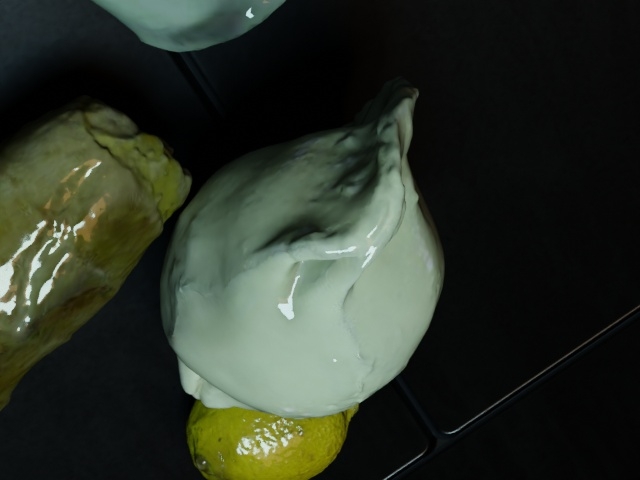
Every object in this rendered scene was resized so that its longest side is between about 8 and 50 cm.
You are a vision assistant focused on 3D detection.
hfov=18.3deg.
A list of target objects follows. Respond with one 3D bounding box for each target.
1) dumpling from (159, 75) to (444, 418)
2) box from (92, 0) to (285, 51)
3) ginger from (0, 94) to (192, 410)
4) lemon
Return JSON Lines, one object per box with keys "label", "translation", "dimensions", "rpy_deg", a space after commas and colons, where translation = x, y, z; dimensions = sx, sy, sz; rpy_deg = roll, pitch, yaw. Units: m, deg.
{"label": "dumpling", "translation": [0.000, 0.000, 1.088], "dimensions": [0.147, 0.258, 0.193], "rpy_deg": [32, 63, -5]}
{"label": "box", "translation": [-0.011, -0.299, 0.749], "dimensions": [0.396, 0.396, 0.111], "rpy_deg": [-45, 130, 7]}
{"label": "ginger", "translation": [-0.184, 0.028, 1.074], "dimensions": [0.109, 0.116, 0.263], "rpy_deg": [42, 105, -7]}
{"label": "lemon", "translation": [-0.029, 0.113, 1.218], "dimensions": [0.110, 0.082, 0.082], "rpy_deg": [-17, 127, -14]}
